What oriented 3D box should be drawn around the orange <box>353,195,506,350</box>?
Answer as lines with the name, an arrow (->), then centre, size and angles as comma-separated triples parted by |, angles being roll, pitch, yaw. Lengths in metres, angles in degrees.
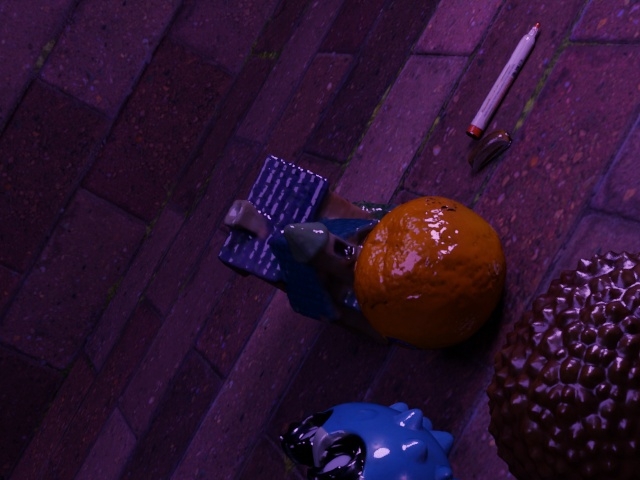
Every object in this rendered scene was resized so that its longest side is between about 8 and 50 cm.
orange -> 0.153, 0.047, 1.379 | 0.219, 0.193, 0.219 | -40, 43, 52

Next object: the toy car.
toy car -> 0.080, 0.295, 1.265 | 0.190, 0.188, 0.255 | -33, 13, -12

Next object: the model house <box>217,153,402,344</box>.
model house -> 0.000, 0.000, 1.607 | 0.245, 0.280, 0.312 | -63, 26, -8

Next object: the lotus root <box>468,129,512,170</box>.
lotus root -> 0.265, -0.149, 1.569 | 0.083, 0.030, 0.037 | -41, 30, 34

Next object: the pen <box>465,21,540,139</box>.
pen -> 0.305, -0.264, 1.628 | 0.218, 0.026, 0.026 | -59, 25, 0

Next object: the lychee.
lychee -> 0.291, 0.134, 0.941 | 0.267, 0.267, 0.267 | -43, 30, 32
